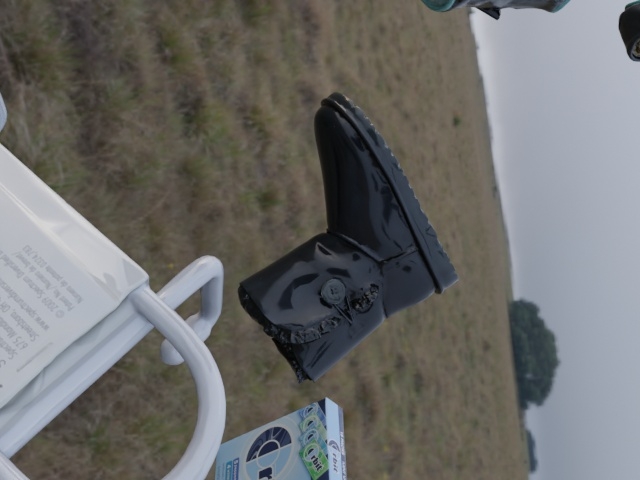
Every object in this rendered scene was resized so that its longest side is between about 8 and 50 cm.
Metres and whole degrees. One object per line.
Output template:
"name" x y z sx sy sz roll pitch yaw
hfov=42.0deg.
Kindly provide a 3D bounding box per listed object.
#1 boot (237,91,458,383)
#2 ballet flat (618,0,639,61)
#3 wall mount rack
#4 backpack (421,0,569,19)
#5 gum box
"boot" 0.000 0.000 0.856 0.246 0.207 0.094 60 -8 -9
"ballet flat" 0.368 -0.215 0.790 0.203 0.074 0.074 -11 -95 62
"wall mount rack" -0.228 0.058 0.432 0.304 0.350 0.130 -43 166 -26
"backpack" 0.069 -0.209 0.337 0.144 0.188 0.166 -4 55 -38
"gum box" -0.053 0.301 1.036 0.041 0.184 0.157 43 30 -36
